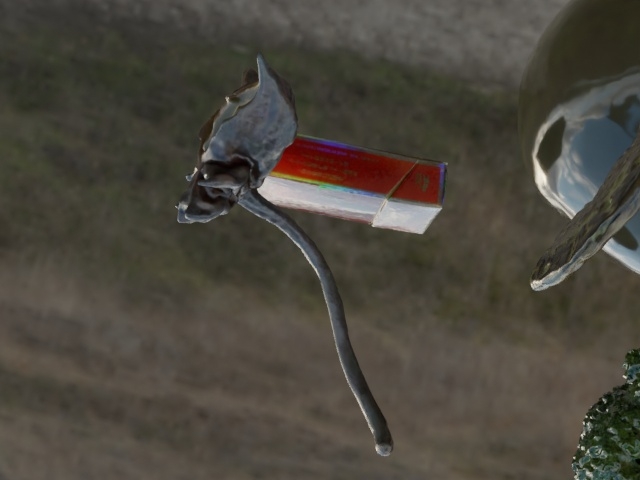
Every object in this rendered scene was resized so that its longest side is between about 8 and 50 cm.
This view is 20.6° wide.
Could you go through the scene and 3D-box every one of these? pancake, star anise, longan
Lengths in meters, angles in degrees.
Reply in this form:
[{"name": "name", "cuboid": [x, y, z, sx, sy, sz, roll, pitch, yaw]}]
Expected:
[{"name": "pancake", "cuboid": [0.199, -0.046, 1.177, 0.020, 0.190, 0.184, 35, -162, -7]}, {"name": "star anise", "cuboid": [0.000, 0.000, 1.209, 0.227, 0.218, 0.148, 36, 140, -11]}, {"name": "longan", "cuboid": [0.360, -0.117, 1.609, 0.361, 0.361, 0.361, 14, 165, 4]}]

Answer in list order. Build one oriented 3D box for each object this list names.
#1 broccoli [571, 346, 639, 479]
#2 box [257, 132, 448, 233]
[{"name": "broccoli", "cuboid": [0.358, 0.233, 1.573, 0.283, 0.304, 0.321, -10, 121, 42]}, {"name": "box", "cuboid": [0.023, -0.053, 1.626, 0.175, 0.048, 0.112, 11, 166, -3]}]
